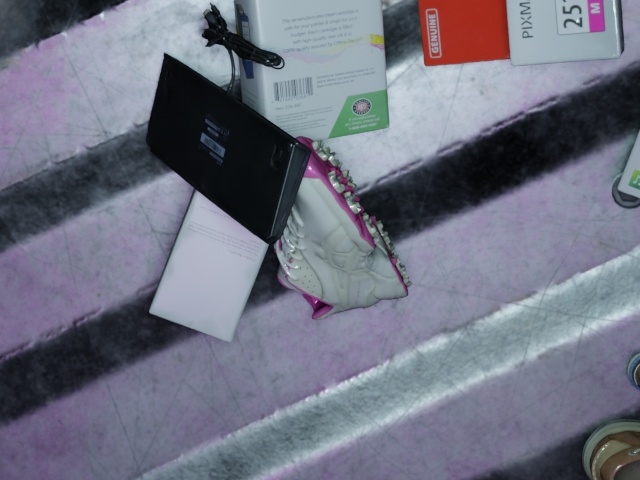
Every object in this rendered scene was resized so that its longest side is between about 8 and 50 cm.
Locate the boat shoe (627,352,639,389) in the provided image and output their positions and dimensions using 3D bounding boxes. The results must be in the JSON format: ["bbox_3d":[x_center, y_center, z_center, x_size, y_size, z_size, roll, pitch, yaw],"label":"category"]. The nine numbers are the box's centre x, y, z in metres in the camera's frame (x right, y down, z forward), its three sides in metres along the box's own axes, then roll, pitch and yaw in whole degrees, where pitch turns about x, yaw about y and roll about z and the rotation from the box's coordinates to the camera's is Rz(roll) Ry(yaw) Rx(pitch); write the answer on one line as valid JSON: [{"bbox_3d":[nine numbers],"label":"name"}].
[{"bbox_3d":[0.469,0.192,1.936,0.183,0.066,0.066,15,101,-4],"label":"boat shoe"}]

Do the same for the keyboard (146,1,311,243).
[{"bbox_3d":[-0.099,-0.142,1.743,0.033,0.317,0.202,2,112,-35],"label":"keyboard"}]

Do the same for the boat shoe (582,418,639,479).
[{"bbox_3d":[0.488,0.303,1.935,0.324,0.116,0.123,5,102,-3],"label":"boat shoe"}]

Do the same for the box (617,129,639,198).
[{"bbox_3d":[0.505,-0.164,1.806,0.232,0.058,0.322,27,104,32],"label":"box"}]

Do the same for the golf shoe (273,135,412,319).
[{"bbox_3d":[0.000,0.000,1.794,0.140,0.115,0.306,-26,141,6],"label":"golf shoe"}]

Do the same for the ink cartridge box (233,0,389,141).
[{"bbox_3d":[-0.012,-0.227,1.794,0.154,0.093,0.212,-11,112,-17],"label":"ink cartridge box"}]

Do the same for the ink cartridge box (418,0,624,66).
[{"bbox_3d":[0.216,-0.336,1.789,0.238,0.060,0.275,-3,102,17],"label":"ink cartridge box"}]

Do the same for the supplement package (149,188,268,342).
[{"bbox_3d":[-0.122,0.013,1.864,0.105,0.105,0.179,21,99,-7],"label":"supplement package"}]
